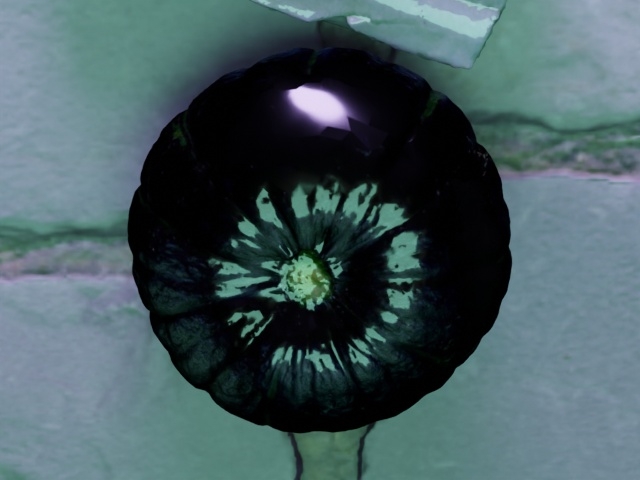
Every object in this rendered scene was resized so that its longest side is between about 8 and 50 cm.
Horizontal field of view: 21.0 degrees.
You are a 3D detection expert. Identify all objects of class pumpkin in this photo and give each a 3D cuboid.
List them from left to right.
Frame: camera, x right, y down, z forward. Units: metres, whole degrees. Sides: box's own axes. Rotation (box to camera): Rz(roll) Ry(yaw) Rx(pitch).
[{"bbox_3d":[0.000,0.000,0.885,0.202,0.140,0.202,2,107,6],"label":"pumpkin"}]

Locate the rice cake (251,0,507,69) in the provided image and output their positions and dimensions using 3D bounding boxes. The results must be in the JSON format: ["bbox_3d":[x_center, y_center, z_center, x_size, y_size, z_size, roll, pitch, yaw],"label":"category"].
[{"bbox_3d":[-0.007,-0.166,0.845,0.237,0.043,0.127,20,115,-14],"label":"rice cake"}]
